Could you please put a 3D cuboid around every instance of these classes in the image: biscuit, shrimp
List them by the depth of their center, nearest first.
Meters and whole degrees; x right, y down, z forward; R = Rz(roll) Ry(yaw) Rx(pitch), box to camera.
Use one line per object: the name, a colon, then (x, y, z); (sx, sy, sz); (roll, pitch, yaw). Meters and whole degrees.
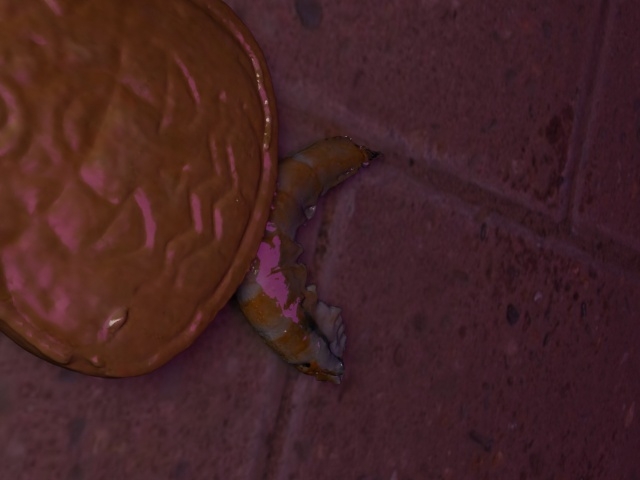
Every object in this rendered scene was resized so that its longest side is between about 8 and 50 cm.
biscuit: (-0.183, -0.083, 0.719); (0.365, 0.062, 0.385); (30, 65, -38)
shrimp: (-0.023, 0.006, 0.917); (0.185, 0.068, 0.287); (22, 71, -41)
